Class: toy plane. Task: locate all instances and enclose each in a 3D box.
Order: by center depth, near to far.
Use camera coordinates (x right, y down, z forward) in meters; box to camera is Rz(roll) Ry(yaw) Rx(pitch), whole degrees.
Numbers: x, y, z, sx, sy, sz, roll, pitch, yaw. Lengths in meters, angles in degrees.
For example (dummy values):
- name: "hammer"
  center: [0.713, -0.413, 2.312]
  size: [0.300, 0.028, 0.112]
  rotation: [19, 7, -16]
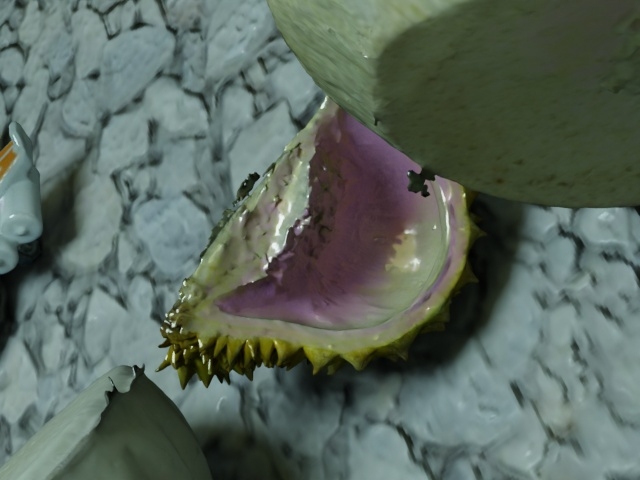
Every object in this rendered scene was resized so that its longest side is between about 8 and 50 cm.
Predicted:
- name: "toy plane"
  center: [-0.297, -0.002, 1.222]
  size: [0.245, 0.117, 0.244]
  rotation: [-23, 49, 30]

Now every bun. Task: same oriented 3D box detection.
- name: "bun"
  center: [-0.139, 0.210, 0.908]
  size: [0.263, 0.175, 0.263]
  rotation: [-42, 5, 5]

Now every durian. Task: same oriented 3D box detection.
- name: "durian"
  center: [0.000, -0.002, 0.925]
  size: [0.165, 0.132, 0.182]
  rotation: [-18, 48, 40]

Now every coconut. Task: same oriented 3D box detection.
- name: "coconut"
  center: [0.148, -0.233, 0.753]
  size: [0.405, 0.405, 0.404]
  rotation: [-24, 50, 31]
